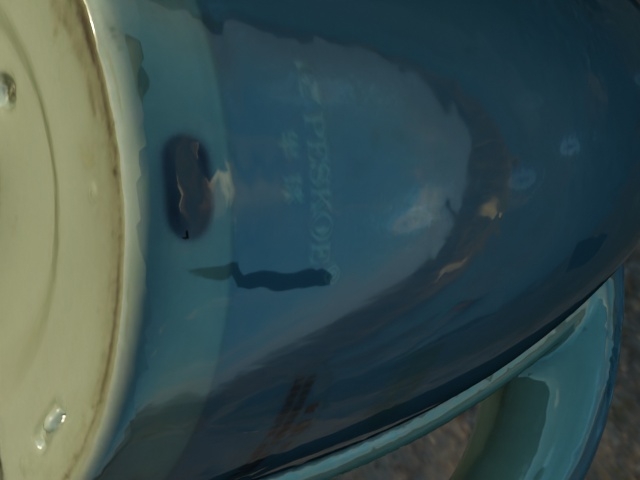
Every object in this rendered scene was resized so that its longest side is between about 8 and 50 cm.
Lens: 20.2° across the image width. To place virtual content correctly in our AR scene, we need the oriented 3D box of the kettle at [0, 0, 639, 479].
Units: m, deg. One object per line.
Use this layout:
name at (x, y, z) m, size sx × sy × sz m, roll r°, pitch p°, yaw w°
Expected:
kettle at (0.000, 0.000, 0.703) m, size 0.342 × 0.247 × 0.319 m, roll -7°, pitch 98°, yaw -40°
